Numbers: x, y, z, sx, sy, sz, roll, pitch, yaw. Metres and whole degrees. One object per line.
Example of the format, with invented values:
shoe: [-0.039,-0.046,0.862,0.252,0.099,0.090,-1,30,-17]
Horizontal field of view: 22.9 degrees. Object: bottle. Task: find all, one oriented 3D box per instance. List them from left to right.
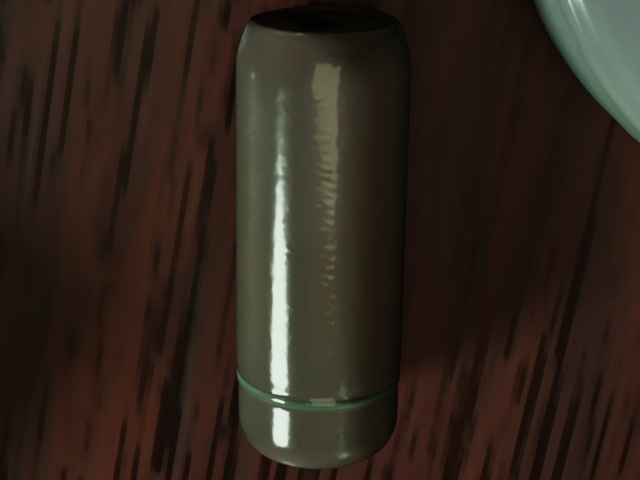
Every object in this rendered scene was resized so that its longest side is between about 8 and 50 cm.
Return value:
bottle: [0.000,0.000,0.490,0.053,0.053,0.140,-1,108,-7]

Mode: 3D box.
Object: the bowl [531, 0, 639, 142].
bowl: [0.201,-0.118,0.429,0.286,0.144,0.287,-2,109,-6]
